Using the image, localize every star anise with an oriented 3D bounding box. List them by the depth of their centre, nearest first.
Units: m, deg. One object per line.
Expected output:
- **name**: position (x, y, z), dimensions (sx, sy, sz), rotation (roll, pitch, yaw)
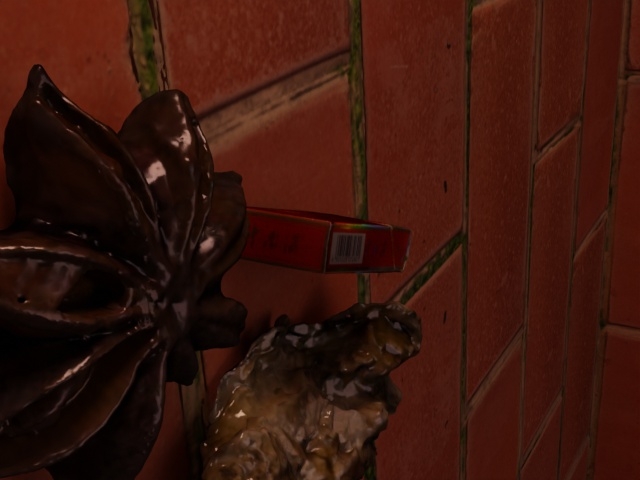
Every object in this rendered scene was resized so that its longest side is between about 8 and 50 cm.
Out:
- **star anise**: position (-0.135, 0.040, 0.634), dimensions (0.315, 0.108, 0.316), rotation (-36, 131, -57)

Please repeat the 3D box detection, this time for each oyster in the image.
- **oyster**: position (-0.011, 0.192, 0.906), dimensions (0.351, 0.114, 0.238), rotation (-16, 113, -60)

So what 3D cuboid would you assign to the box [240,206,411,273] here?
- **box**: position (0.000, -0.001, 0.866), dimensions (0.175, 0.112, 0.048), rotation (2, 96, -63)
